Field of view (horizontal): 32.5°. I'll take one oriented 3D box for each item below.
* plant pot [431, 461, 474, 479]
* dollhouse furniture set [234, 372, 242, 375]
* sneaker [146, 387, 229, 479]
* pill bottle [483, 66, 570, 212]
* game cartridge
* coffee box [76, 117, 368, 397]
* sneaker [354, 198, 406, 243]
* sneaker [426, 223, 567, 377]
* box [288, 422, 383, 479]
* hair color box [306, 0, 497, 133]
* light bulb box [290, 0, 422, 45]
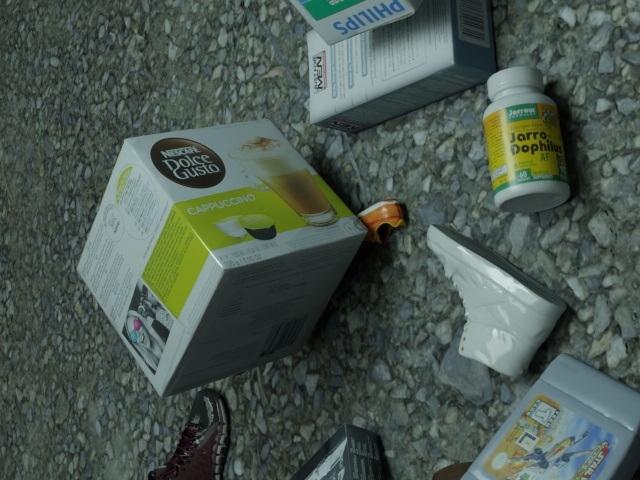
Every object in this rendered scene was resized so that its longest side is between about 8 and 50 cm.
[{"bbox_3d":[0.235,0.464,1.667,0.215,0.215,0.231,-40,42,40],"label":"plant pot"},{"bbox_3d":[-0.183,0.224,2.292,0.114,0.081,0.091,-28,64,46],"label":"dollhouse furniture set"},{"bbox_3d":[-0.287,0.454,2.322,0.106,0.162,0.282,-6,80,50],"label":"sneaker"},{"bbox_3d":[0.316,-0.157,1.707,0.117,0.117,0.209,-22,67,47],"label":"pill bottle"},{"bbox_3d":[0.334,0.313,1.552,0.297,0.062,0.198,-50,36,-10],"label":"game cartridge"},{"bbox_3d":[-0.189,0.019,2.010,0.334,0.337,0.338,50,132,26],"label":"coffee box"},{"bbox_3d":[0.084,-0.019,2.018,0.175,0.064,0.068,-29,72,48],"label":"sneaker"},{"bbox_3d":[0.244,0.101,1.765,0.292,0.108,0.169,41,113,44],"label":"sneaker"},{"bbox_3d":[0.023,0.516,1.925,0.242,0.076,0.308,-51,30,36],"label":"box"},{"bbox_3d":[0.135,-0.333,1.963,0.374,0.113,0.186,-16,72,48],"label":"hair color box"},{"bbox_3d":[0.050,-0.585,1.807,0.225,0.361,0.358,-10,40,51],"label":"light bulb box"}]
